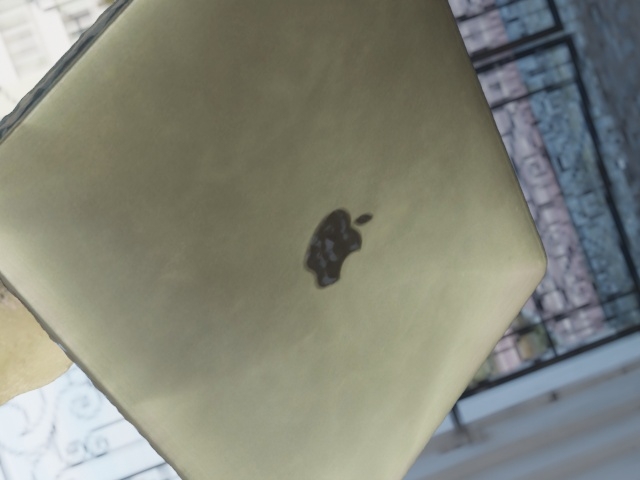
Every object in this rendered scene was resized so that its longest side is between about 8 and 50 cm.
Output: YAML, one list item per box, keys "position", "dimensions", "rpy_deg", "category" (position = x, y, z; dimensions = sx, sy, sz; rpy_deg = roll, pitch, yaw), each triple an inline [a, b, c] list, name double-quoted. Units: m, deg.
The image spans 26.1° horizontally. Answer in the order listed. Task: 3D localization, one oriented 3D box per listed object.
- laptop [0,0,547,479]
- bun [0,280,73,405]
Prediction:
- position: [0.000, 0.000, 0.486]
  dimensions: [0.015, 0.187, 0.269]
  rpy_deg: [24, 156, 38]
  category: "laptop"
- position: [-0.237, 0.018, 0.754]
  dimensions: [0.231, 0.231, 0.133]
  rpy_deg: [-134, 43, -79]
  category: "bun"
